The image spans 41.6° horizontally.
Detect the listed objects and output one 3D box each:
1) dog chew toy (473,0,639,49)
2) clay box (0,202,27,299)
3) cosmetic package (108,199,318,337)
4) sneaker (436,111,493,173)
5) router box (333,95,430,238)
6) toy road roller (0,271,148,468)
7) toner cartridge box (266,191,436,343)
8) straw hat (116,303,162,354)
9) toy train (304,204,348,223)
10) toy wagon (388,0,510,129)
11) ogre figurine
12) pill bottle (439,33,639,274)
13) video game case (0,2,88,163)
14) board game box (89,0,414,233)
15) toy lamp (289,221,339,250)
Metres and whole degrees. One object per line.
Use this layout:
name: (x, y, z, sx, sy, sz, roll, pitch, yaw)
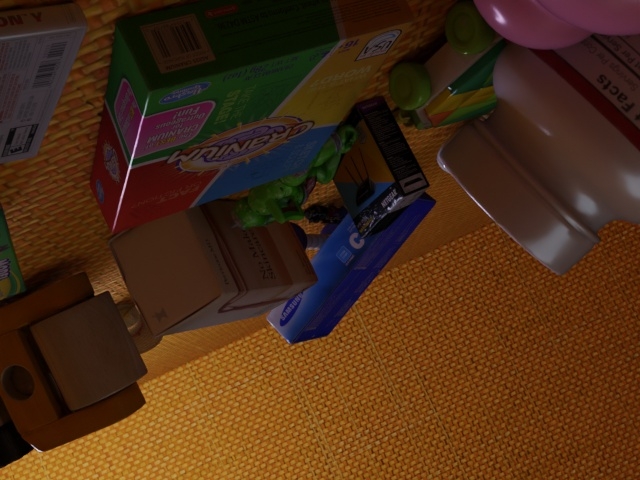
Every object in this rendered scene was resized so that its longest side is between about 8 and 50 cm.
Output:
dog chew toy: (0.223, -0.239, 0.586, 0.207, 0.206, 0.332, -20, 176, -28)
clay box: (-0.239, -0.034, 0.544, 0.053, 0.127, 0.222, -21, 171, -19)
cosmetic package: (-0.141, 0.033, 1.208, 0.129, 0.153, 0.296, -31, 170, 22)
sneaker: (0.292, -0.188, 1.364, 0.235, 0.090, 0.095, -29, 157, 0)
router box: (0.069, -0.091, 1.120, 0.046, 0.133, 0.179, -22, 169, -20)
toy road roller: (-0.389, 0.177, 1.242, 0.330, 0.202, 0.240, -23, -177, 19)
toner cartridge box: (0.058, 0.035, 1.560, 0.348, 0.075, 0.165, -52, 159, 15)
straw hat: (-0.355, 0.149, 1.520, 0.144, 0.144, 0.061, -19, 126, -31)
toy train: (0.015, -0.049, 1.526, 0.036, 0.027, 0.158, -40, 165, 18)
toy wagon: (0.209, -0.213, 1.027, 0.267, 0.068, 0.344, -18, 168, -34)
ogre figurine: (-0.042, -0.072, 1.070, 0.197, 0.096, 0.118, -18, -173, 32)
pill bottle: (0.315, -0.166, 0.786, 0.407, 0.229, 0.229, -46, 165, 15)
video game case: (-0.275, -0.093, 0.597, 0.183, 0.023, 0.201, -19, 169, -34)
board game box: (-0.082, -0.122, 0.794, 0.242, 0.064, 0.316, -21, 169, -24)
toy lamp: (0.000, 0.000, 1.600, 0.080, 0.080, 0.275, -29, 168, 20)
